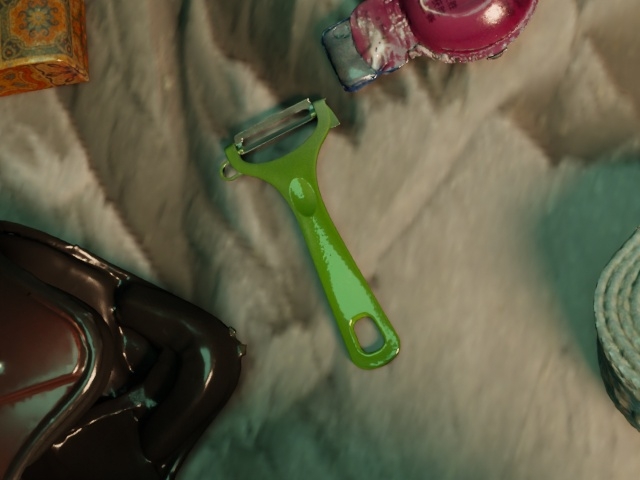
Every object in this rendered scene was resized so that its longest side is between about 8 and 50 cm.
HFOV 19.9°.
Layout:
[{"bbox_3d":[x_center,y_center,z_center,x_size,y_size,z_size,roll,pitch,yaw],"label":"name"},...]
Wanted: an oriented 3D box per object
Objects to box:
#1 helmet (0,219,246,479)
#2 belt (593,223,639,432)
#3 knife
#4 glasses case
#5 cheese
[{"bbox_3d":[-0.153,0.093,0.989,0.193,0.189,0.216,-22,77,19],"label":"helmet"},{"bbox_3d":[0.227,0.051,0.956,0.163,0.082,0.147,33,77,23],"label":"belt"},{"bbox_3d":[-0.001,-0.001,1.060,0.078,0.022,0.166,-28,71,12],"label":"knife"},{"bbox_3d":[-0.192,-0.202,1.142,0.075,0.049,0.218,-8,75,12],"label":"glasses case"},{"bbox_3d":[0.068,-0.138,1.065,0.145,0.038,0.095,-29,70,13],"label":"cheese"}]
